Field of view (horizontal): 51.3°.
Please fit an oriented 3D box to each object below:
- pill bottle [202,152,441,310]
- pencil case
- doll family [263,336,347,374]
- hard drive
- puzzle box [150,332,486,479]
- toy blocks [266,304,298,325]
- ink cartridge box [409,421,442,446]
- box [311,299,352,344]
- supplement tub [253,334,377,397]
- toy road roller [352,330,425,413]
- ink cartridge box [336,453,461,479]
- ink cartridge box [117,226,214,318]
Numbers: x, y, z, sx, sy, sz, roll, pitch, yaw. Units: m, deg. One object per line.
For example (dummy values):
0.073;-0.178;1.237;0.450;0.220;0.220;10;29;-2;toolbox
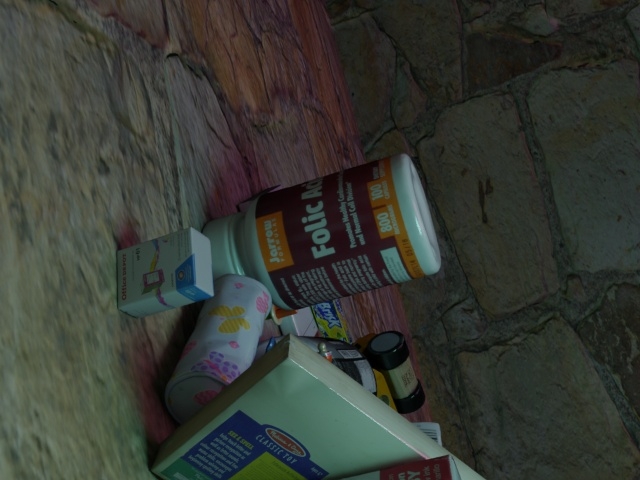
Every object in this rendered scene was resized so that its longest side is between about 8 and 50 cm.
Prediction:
0.000;0.000;1.209;0.224;0.393;0.223;-16;90;-76;pill bottle
-0.152;0.166;1.029;0.273;0.114;0.124;-80;-172;-61;pencil case
-0.043;0.281;0.989;0.118;0.163;0.262;-135;-110;-85;doll family
-0.082;0.059;1.539;0.233;0.047;0.352;-50;123;-73;hard drive
0.020;0.323;0.885;0.409;0.272;0.052;41;24;-18;puzzle box
-0.063;0.125;1.335;0.123;0.148;0.054;-61;133;-71;toy blocks
0.206;0.654;1.572;0.384;0.091;0.308;103;-11;-48;ink cartridge box
0.024;0.188;1.595;0.054;0.059;0.168;-75;148;-68;box
-0.014;0.282;1.236;0.338;0.207;0.207;30;46;-71;supplement tub
0.077;0.366;1.620;0.329;0.241;0.202;-39;120;-33;toy road roller
0.022;0.454;0.835;0.160;0.385;0.279;-87;157;-59;ink cartridge box
-0.213;0.045;0.905;0.052;0.123;0.088;42;35;-58;ink cartridge box
